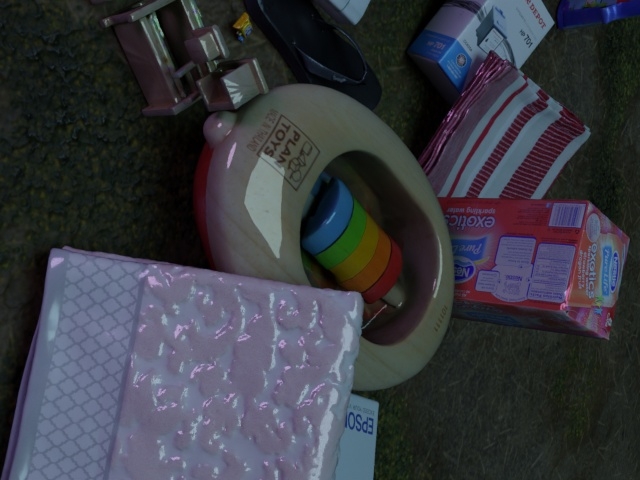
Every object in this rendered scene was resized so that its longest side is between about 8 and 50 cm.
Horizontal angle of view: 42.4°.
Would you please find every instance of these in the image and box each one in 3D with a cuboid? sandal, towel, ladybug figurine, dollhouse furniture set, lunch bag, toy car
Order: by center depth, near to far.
[{"bbox_3d":[-0.136,0.187,0.790,0.053,0.317,0.332,104,-4,-84],"label":"towel"},{"bbox_3d":[-0.133,-0.231,0.831,0.101,0.161,0.182,-42,122,-36],"label":"dollhouse furniture set"},{"bbox_3d":[-0.088,-0.198,0.961,0.040,0.060,0.122,59,53,-72],"label":"toy car"},{"bbox_3d":[0.000,0.000,0.987,0.449,0.162,0.305,49,60,-37],"label":"ladybug figurine"},{"bbox_3d":[0.002,-0.241,1.049,0.254,0.054,0.097,39,66,-41],"label":"sandal"},{"bbox_3d":[0.290,-0.130,1.299,0.329,0.037,0.237,20,108,-47],"label":"towel"},{"bbox_3d":[0.584,-0.476,1.522,0.293,0.221,0.138,-42,122,-36],"label":"lunch bag"}]

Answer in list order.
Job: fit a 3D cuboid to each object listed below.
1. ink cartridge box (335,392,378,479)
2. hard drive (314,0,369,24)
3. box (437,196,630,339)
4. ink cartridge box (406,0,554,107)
[{"bbox_3d":[-0.038,0.328,0.963,0.324,0.071,0.330,30,59,-54],"label":"ink cartridge box"},{"bbox_3d":[-0.020,-0.432,0.905,0.353,0.047,0.233,30,83,-48],"label":"hard drive"},{"bbox_3d":[0.252,0.035,1.154,0.142,0.300,0.154,29,72,-43],"label":"box"},{"bbox_3d":[0.241,-0.305,1.236,0.191,0.082,0.139,-51,130,-2],"label":"ink cartridge box"}]
